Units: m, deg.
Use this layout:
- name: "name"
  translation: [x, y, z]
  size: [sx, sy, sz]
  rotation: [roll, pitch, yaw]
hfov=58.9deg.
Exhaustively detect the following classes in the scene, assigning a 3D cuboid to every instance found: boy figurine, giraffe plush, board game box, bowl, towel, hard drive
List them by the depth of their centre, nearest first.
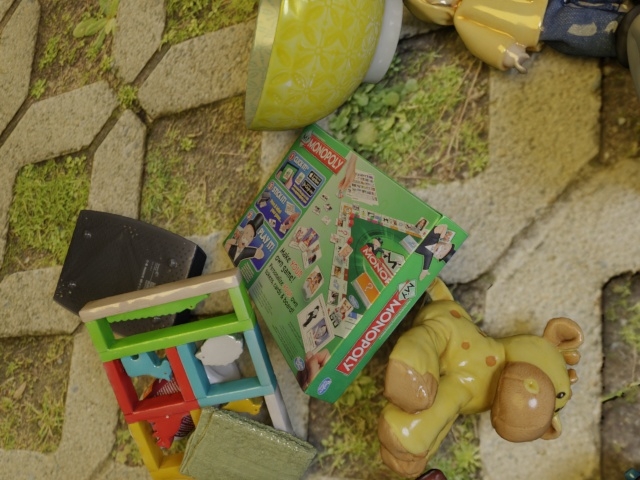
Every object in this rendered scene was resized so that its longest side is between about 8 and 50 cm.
- name: "giraffe plush"
  translation: [0.167, 0.144, 0.575]
  size: [0.171, 0.181, 0.210]
  rotation: [13, 52, 19]
- name: "boy figurine"
  translation: [0.225, -0.284, 0.648]
  size: [0.285, 0.092, 0.177]
  rotation: [23, 94, 26]
- name: "board game box"
  translation: [0.000, 0.000, 0.655]
  size: [0.213, 0.046, 0.317]
  rotation: [-52, 35, 8]
- name: "towel"
  translation: [-0.089, 0.263, 0.686]
  size: [0.148, 0.027, 0.110]
  rotation: [23, 110, -7]
- name: "bowl"
  translation: [0.008, -0.267, 0.699]
  size: [0.156, 0.289, 0.289]
  rotation: [8, 82, -14]
- name: "hard drive"
  translation: [-0.291, 0.054, 0.868]
  size: [0.255, 0.054, 0.172]
  rotation: [14, 87, 29]

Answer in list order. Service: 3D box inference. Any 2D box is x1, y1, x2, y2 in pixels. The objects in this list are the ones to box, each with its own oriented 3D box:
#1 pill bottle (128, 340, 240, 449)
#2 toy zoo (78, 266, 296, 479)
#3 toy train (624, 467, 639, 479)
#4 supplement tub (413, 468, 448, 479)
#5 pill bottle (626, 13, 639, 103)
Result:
- name: "pill bottle"
  translation: [-0.187, 0.212, 0.766]
  size: [0.152, 0.086, 0.086]
  rotation: [-45, 64, 12]
- name: "toy zoo"
  translation: [-0.147, 0.189, 0.693]
  size: [0.192, 0.030, 0.293]
  rotation: [-13, 108, 6]
- name: "toy train"
  translation: [0.268, 0.274, 0.508]
  size: [0.184, 0.105, 0.080]
  rotation: [-46, 63, 12]
- name: "supplement tub"
  translation: [0.134, 0.341, 0.566]
  size: [0.106, 0.106, 0.198]
  rotation: [-42, 65, 15]
- name: "pill bottle"
  translation: [0.392, -0.144, 0.397]
  size: [0.283, 0.160, 0.160]
  rotation: [-19, 72, 23]
